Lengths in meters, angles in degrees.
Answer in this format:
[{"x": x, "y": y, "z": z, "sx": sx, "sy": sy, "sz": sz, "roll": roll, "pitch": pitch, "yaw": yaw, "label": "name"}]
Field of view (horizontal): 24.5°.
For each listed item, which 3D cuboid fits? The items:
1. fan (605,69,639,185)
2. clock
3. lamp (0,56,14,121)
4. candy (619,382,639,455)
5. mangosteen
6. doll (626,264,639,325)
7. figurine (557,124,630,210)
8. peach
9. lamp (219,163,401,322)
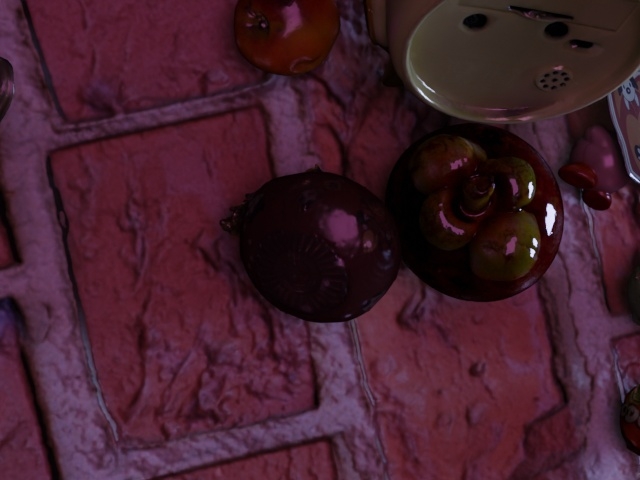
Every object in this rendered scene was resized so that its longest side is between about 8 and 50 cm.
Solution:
[{"x": 0.345, "y": -0.078, "z": 1.529, "sx": 0.132, "sy": 0.009, "sz": 0.220, "roll": -20, "pitch": 92, "yaw": -54, "label": "fan"}, {"x": 0.184, "y": -0.219, "z": 1.341, "sx": 0.286, "sy": 0.348, "sz": 0.117, "roll": 6, "pitch": 58, "yaw": -17, "label": "clock"}, {"x": -0.435, "y": -0.129, "z": 1.312, "sx": 0.283, "sy": 0.124, "sz": 0.203, "roll": 23, "pitch": 103, "yaw": -17, "label": "lamp"}, {"x": 0.441, "y": 0.218, "z": 1.569, "sx": 0.287, "sy": 0.078, "sz": 0.084, "roll": 20, "pitch": 80, "yaw": -23, "label": "candy"}, {"x": 0.149, "y": -0.029, "z": 1.414, "sx": 0.199, "sy": 0.200, "sz": 0.200, "roll": 0, "pitch": 89, "yaw": -16, "label": "mangosteen"}, {"x": 0.377, "y": 0.081, "z": 1.544, "sx": 0.150, "sy": 0.077, "sz": 0.115, "roll": 36, "pitch": 35, "yaw": -17, "label": "doll"}, {"x": 0.291, "y": -0.078, "z": 1.526, "sx": 0.083, "sy": 0.067, "sz": 0.071, "roll": 53, "pitch": 54, "yaw": -50, "label": "figurine"}, {"x": -0.031, "y": -0.207, "z": 1.425, "sx": 0.100, "sy": 0.100, "sz": 0.101, "roll": 0, "pitch": 89, "yaw": -16, "label": "peach"}, {"x": 0.004, "y": -0.002, "z": 1.409, "sx": 0.157, "sy": 0.156, "sz": 0.135, "roll": 56, "pitch": 36, "yaw": -15, "label": "lamp"}]
